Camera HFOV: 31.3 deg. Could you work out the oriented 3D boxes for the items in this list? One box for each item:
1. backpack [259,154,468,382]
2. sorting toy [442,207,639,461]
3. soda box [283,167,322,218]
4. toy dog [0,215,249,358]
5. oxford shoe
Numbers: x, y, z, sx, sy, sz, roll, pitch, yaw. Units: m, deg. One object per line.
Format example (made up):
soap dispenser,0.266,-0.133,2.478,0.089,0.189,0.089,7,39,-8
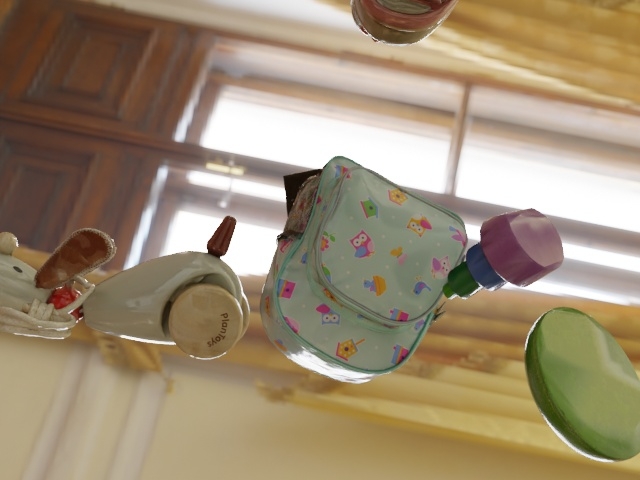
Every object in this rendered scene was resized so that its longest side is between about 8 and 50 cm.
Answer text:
backpack,0.036,0.034,1.055,0.188,0.166,0.144,-64,-169,-12
sorting toy,0.183,0.156,0.904,0.126,0.127,0.365,-38,-118,38
soda box,0.000,0.000,1.385,0.053,0.060,0.169,0,83,-58
toy dog,-0.220,0.031,1.300,0.220,0.334,0.161,10,-91,65
oxford shoe,0.088,-0.262,1.228,0.348,0.123,0.130,-73,180,-60
